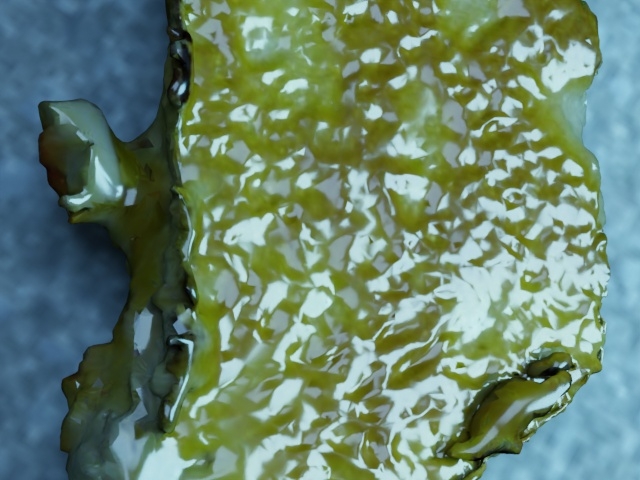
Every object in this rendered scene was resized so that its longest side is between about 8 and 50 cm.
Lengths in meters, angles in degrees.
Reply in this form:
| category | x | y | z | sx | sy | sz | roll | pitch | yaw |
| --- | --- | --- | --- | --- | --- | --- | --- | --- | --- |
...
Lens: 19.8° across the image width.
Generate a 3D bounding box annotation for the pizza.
| category | x | y | z | sx | sy | sz | roll | pitch | yaw |
| --- | --- | --- | --- | --- | --- | --- | --- | --- | --- |
| pizza | 0.000 | 0.000 | 0.573 | 0.189 | 0.071 | 0.297 | 13 | 68 | -21 |
